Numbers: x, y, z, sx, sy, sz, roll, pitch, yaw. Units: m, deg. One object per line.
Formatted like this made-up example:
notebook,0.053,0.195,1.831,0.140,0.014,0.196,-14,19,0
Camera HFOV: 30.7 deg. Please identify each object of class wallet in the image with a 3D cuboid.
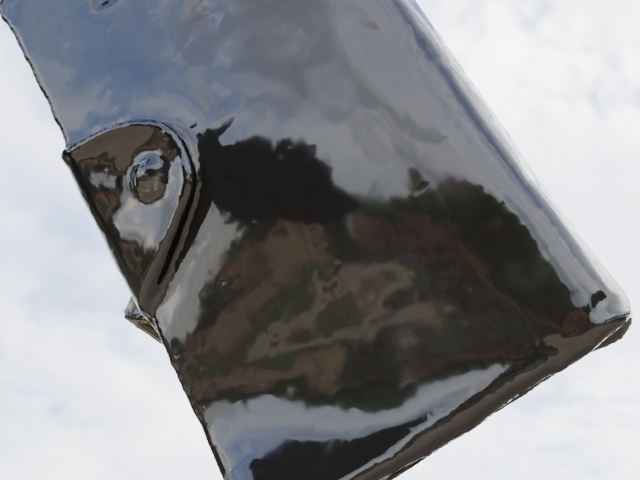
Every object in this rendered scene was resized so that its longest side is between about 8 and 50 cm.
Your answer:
wallet,-0.030,-0.058,0.567,0.197,0.377,0.051,-34,-27,10

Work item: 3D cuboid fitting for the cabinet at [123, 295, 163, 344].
cabinet,0.000,0.000,0.867,0.175,0.215,0.148,2,-28,39
